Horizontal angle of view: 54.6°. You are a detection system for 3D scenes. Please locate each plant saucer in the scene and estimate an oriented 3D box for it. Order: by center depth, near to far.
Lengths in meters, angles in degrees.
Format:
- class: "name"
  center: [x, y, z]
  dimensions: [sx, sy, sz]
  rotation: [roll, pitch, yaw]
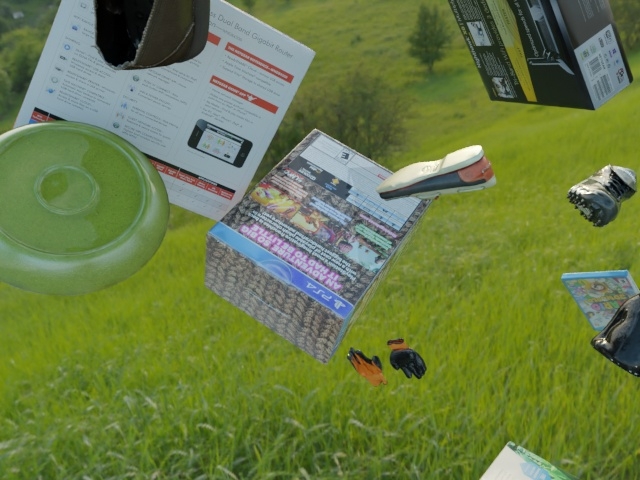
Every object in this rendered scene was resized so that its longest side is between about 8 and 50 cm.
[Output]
- class: "plant saucer"
  center: [-0.297, -0.053, 0.727]
  dimensions: [0.241, 0.037, 0.241]
  rotation: [10, 58, -17]

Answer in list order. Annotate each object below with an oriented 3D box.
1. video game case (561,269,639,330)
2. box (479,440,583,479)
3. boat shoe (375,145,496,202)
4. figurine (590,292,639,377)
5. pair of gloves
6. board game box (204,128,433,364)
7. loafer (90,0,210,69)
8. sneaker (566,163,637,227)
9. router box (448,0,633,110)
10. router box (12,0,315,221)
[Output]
- class: "video game case"
  center: [0.537, 0.115, 1.149]
  dimensions: [0.119, 0.166, 0.015]
  rotation: [-8, 43, 46]
- class: "box"
  center: [0.406, 0.452, 0.966]
  dimensions: [0.322, 0.058, 0.232]
  rotation: [26, 17, 27]
- class: "boat shoe"
  center: [0.123, -0.063, 0.677]
  dimensions: [0.137, 0.043, 0.049]
  rotation: [-15, 30, 38]
- class: "figurine"
  center: [0.546, 0.117, 0.928]
  dimensions: [0.215, 0.209, 0.092]
  rotation: [24, 12, -27]
- class: "pair of gloves"
  center: [0.076, 0.139, 0.708]
  dimensions: [0.083, 0.074, 0.010]
  rotation: [-17, 39, 27]
- class: "board game box"
  center: [0.000, 0.000, 0.974]
  dimensions: [0.232, 0.141, 0.291]
  rotation: [32, 53, 13]
- class: "loafer"
  center: [-0.179, -0.310, 0.605]
  dimensions: [0.134, 0.366, 0.130]
  rotation: [28, 54, 16]
- class: "sneaker"
  center: [0.468, -0.082, 1.016]
  dimensions: [0.106, 0.078, 0.234]
  rotation: [-40, -7, 17]
- class: "router box"
  center: [0.292, -0.347, 0.905]
  dimensions: [0.081, 0.309, 0.243]
  rotation: [-36, 25, -8]
- class: "router box"
  center: [-0.223, -0.219, 0.904]
  dimensions: [0.335, 0.301, 0.082]
  rotation: [23, 17, -24]
